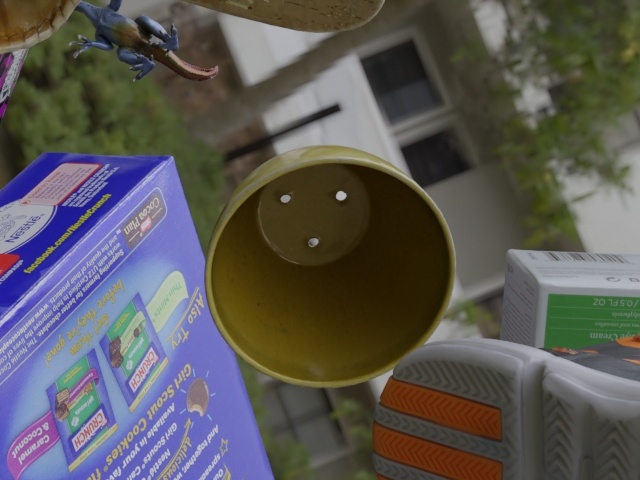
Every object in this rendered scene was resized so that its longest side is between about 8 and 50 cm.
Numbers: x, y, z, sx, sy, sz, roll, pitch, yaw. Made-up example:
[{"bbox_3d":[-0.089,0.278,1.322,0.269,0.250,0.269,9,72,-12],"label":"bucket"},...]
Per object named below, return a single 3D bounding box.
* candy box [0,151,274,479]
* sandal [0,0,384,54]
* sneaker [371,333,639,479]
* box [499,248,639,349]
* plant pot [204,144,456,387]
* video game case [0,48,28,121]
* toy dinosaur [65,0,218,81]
[{"bbox_3d":[-0.165,0.143,1.140,0.268,0.122,0.317,-49,133,-45],"label":"candy box"},{"bbox_3d":[-0.099,-0.094,0.561,0.088,0.240,0.079,93,11,-53],"label":"sandal"},{"bbox_3d":[0.187,0.087,0.650,0.321,0.180,0.125,19,-70,44],"label":"sneaker"},{"bbox_3d":[0.177,0.059,1.162,0.102,0.101,0.087,-112,-155,-76],"label":"box"},{"bbox_3d":[0.000,0.000,0.973,0.095,0.134,0.134,-107,177,-65],"label":"plant pot"},{"bbox_3d":[-0.236,-0.192,0.902,0.232,0.210,0.042,29,27,4],"label":"video game case"},{"bbox_3d":[-0.119,-0.115,1.010,0.082,0.047,0.090,30,-7,46],"label":"toy dinosaur"}]
